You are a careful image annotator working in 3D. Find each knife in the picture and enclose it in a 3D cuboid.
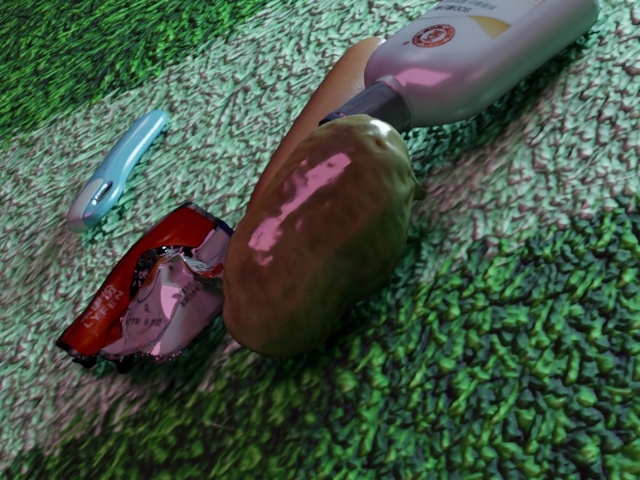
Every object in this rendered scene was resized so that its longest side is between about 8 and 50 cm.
[{"bbox_3d":[-0.214,-0.074,2.101,0.064,0.031,0.222,-21,25,32],"label":"knife"}]

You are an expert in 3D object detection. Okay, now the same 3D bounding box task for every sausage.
[{"bbox_3d":[0.009,-0.083,1.799,0.086,0.086,0.289,-11,33,38],"label":"sausage"}]

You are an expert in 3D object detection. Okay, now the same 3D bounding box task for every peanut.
[{"bbox_3d":[0.000,0.000,1.628,0.224,0.129,0.129,-52,30,-13],"label":"peanut"}]

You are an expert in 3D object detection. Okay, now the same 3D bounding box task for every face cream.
[{"bbox_3d":[0.115,-0.160,1.777,0.291,0.071,0.144,-37,36,-26],"label":"face cream"}]

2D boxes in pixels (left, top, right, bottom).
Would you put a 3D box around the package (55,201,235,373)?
[{"bbox_3d":[-0.142,0.048,1.783,0.194,0.071,0.269,-38,14,-14],"label":"package"}]
